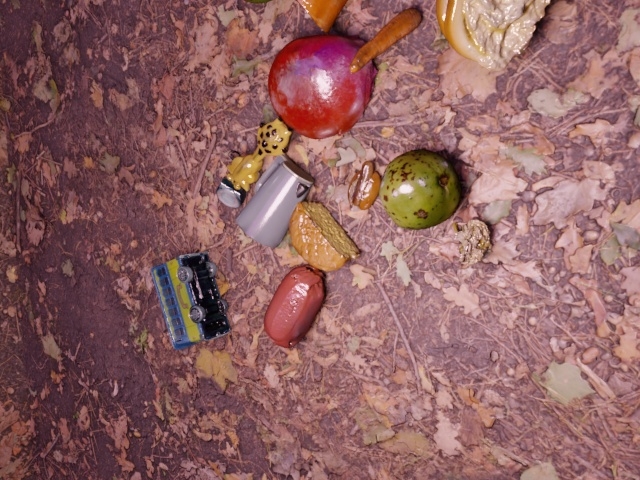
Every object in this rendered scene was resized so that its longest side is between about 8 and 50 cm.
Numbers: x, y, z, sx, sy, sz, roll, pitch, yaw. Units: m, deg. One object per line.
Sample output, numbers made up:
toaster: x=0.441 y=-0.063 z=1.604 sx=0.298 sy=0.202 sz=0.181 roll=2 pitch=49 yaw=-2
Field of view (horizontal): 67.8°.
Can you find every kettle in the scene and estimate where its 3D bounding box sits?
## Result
kettle: x=-0.142 y=-0.135 z=1.494 sx=0.243 sy=0.160 sz=0.210 roll=-54 pitch=41 yaw=16

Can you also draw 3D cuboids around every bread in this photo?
bread: x=0.368 y=-0.574 z=1.054 sx=0.270 sy=0.212 sz=0.315 roll=-100 pitch=24 yaw=-45
bread: x=0.000 y=0.000 z=1.420 sx=0.229 sy=0.143 sz=0.139 roll=53 pitch=128 yaw=18

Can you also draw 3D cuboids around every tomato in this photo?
tomato: x=-0.013 y=-0.439 z=1.351 sx=0.335 sy=0.176 sz=0.289 roll=1 pitch=99 yaw=29

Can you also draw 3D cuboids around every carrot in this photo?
carrot: x=0.021 y=-0.762 z=1.280 sx=0.214 sy=0.193 sz=0.331 roll=42 pitch=111 yaw=24
carrot: x=0.165 y=-0.525 z=1.251 sx=0.248 sy=0.059 sz=0.059 roll=-39 pitch=74 yaw=-2

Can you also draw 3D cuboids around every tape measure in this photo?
tape measure: x=-0.287 y=-0.206 z=1.619 sx=0.107 sy=0.104 sz=0.179 roll=134 pitch=150 yaw=-57

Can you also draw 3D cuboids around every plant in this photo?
plant: x=0.372 y=-0.004 z=1.225 sx=0.116 sy=0.104 sz=0.122 roll=-54 pitch=42 yaw=1

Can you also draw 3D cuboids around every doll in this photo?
doll: x=-0.189 y=-0.261 z=1.467 sx=0.291 sy=0.086 sz=0.117 roll=-41 pitch=84 yaw=35

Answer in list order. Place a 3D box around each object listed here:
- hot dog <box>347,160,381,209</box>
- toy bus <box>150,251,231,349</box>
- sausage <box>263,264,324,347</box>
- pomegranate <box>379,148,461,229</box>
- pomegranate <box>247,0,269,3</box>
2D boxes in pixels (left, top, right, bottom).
hot dog: x=0.128 y=-0.157 z=1.365 sx=0.090 sy=0.060 sz=0.140 roll=35 pitch=108 yaw=18
toy bus: x=-0.458 y=0.210 z=1.695 sx=0.190 sy=0.152 sz=0.312 roll=-21 pitch=84 yaw=29
sausage: x=-0.080 y=0.206 z=1.477 sx=0.152 sy=0.152 sz=0.279 roll=35 pitch=109 yaw=23
pomegranate: x=0.241 y=-0.125 z=1.242 sx=0.248 sy=0.214 sz=0.214 roll=166 pitch=92 yaw=-67
pomegranate: x=-0.186 y=-0.847 z=1.394 sx=0.236 sy=0.236 sz=0.301 roll=-26 pitch=56 yaw=30
